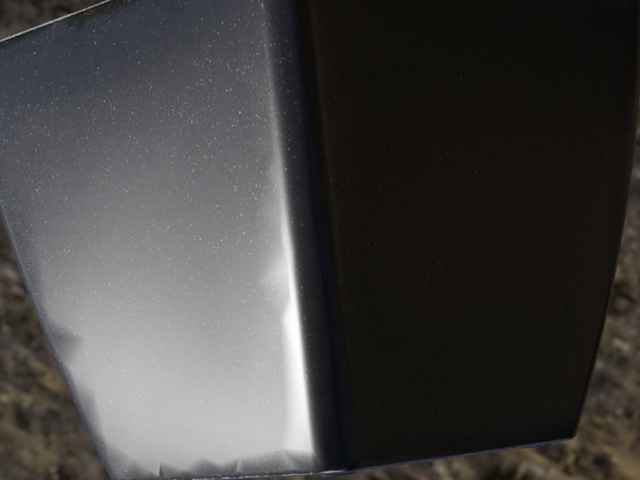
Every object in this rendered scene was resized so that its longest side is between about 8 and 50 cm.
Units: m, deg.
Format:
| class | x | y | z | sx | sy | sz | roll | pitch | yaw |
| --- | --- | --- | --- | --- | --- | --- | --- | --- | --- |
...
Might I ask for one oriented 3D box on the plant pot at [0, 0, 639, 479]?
| class | x | y | z | sx | sy | sz | roll | pitch | yaw |
| --- | --- | --- | --- | --- | --- | --- | --- | --- | --- |
| plant pot | 0.000 | 0.000 | 0.651 | 0.188 | 0.167 | 0.187 | 0 | 172 | -43 |
